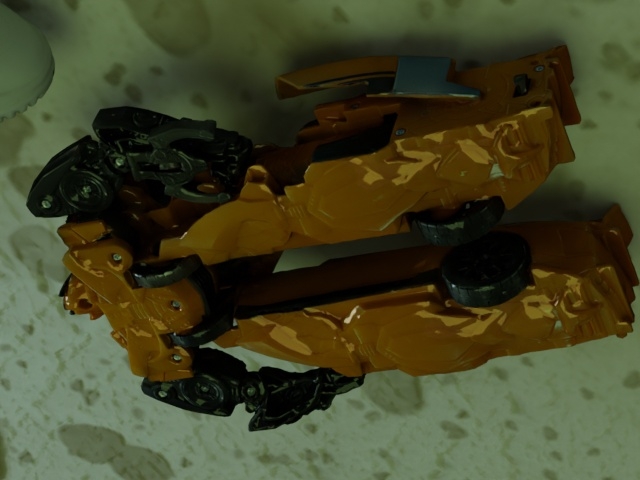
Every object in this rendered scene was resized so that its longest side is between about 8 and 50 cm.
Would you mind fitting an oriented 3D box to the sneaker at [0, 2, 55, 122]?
[{"bbox_3d":[-0.229,-0.150,0.717,0.235,0.094,0.153,29,142,6],"label":"sneaker"}]

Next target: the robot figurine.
[{"bbox_3d":[0.000,0.000,0.784,0.291,0.085,0.211,-9,127,24],"label":"robot figurine"}]
